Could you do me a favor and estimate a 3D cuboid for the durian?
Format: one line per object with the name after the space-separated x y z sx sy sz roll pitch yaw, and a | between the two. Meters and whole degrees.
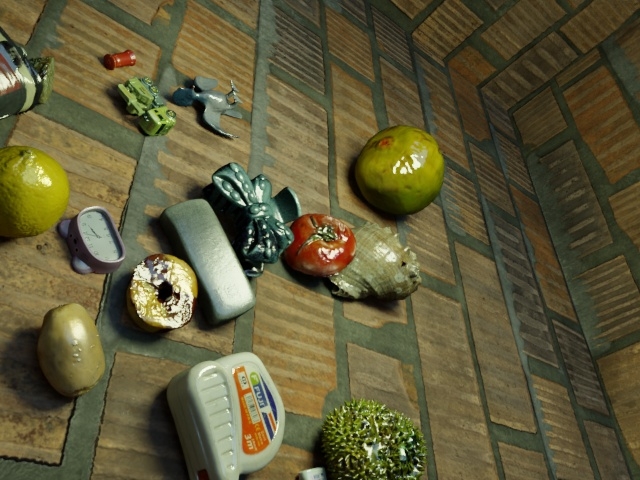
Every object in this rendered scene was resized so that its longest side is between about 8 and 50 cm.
0.135 0.529 1.342 0.290 0.225 0.291 6 35 -4 | durian

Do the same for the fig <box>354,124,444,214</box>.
0.296 -0.243 2.012 0.343 0.343 0.344 26 46 -30 | fig

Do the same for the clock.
-0.505 -0.001 1.211 0.110 0.050 0.153 -14 72 -49 | clock

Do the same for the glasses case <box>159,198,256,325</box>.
-0.282 0.049 1.368 0.131 0.074 0.323 -21 77 -36 | glasses case

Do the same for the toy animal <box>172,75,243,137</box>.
-0.335 -0.431 1.694 0.255 0.176 0.239 51 23 -68 | toy animal

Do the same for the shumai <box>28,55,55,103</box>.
-0.687 -0.391 1.299 0.087 0.099 0.124 10 51 -21 | shumai

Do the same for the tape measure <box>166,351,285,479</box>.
-0.201 0.385 1.174 0.265 0.130 0.258 -4 67 -53 | tape measure

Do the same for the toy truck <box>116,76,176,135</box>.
-0.482 -0.367 1.491 0.169 0.077 0.100 56 36 1 | toy truck

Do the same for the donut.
-0.364 0.125 1.242 0.166 0.073 0.184 15 53 -39 | donut

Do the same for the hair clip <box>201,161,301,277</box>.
-0.185 -0.059 1.497 0.206 0.194 0.311 -12 72 -36 | hair clip

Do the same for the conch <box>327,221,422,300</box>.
0.180 0.058 1.746 0.352 0.210 0.297 -8 60 -49 | conch

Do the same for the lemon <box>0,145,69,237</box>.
-0.593 -0.100 1.081 0.178 0.203 0.178 22 35 -17 | lemon

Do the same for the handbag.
-0.734 -0.381 1.166 0.254 0.181 0.181 51 40 -8 | handbag

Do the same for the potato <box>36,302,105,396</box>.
-0.476 0.210 1.039 0.109 0.118 0.178 -17 88 -14 | potato

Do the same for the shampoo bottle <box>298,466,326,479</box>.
-0.011 0.587 1.276 0.072 0.043 0.099 11 55 -43 | shampoo bottle

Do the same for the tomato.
0.000 -0.004 1.623 0.227 0.101 0.228 7 44 -7 | tomato

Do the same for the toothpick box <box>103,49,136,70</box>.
-0.566 -0.508 1.536 0.047 0.047 0.083 52 39 -2 | toothpick box
